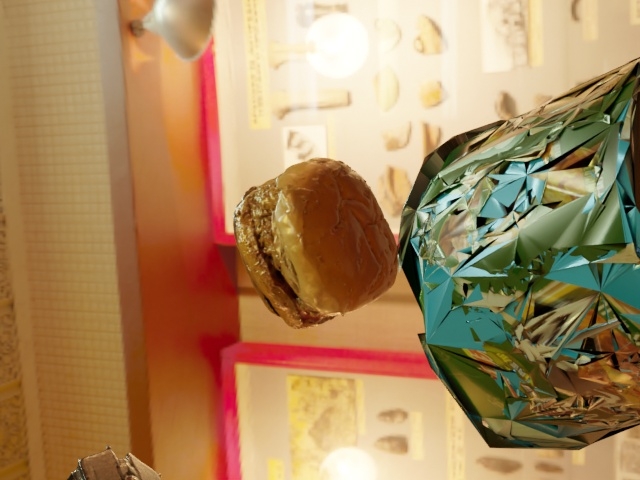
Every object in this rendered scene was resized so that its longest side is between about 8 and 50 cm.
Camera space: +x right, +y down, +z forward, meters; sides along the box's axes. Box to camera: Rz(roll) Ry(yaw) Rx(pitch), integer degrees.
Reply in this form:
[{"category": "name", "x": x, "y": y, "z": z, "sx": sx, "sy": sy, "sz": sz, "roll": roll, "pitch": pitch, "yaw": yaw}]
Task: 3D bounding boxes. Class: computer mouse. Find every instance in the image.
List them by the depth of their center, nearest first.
[{"category": "computer mouse", "x": -0.203, "y": 0.319, "z": 0.901, "sx": 0.126, "sy": 0.071, "sz": 0.231, "roll": 25, "pitch": -143, "yaw": -37}]

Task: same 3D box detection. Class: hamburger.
[{"category": "hamburger", "x": 0.000, "y": 0.000, "z": 1.163, "sx": 0.244, "sy": 0.163, "sz": 0.244, "roll": 23, "pitch": -126, "yaw": -36}]

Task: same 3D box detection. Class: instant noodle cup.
[{"category": "instant noodle cup", "x": 0.186, "y": 0.002, "z": 0.496, "sx": 0.240, "sy": 0.178, "sz": 0.240, "roll": 7, "pitch": -108, "yaw": -23}]
